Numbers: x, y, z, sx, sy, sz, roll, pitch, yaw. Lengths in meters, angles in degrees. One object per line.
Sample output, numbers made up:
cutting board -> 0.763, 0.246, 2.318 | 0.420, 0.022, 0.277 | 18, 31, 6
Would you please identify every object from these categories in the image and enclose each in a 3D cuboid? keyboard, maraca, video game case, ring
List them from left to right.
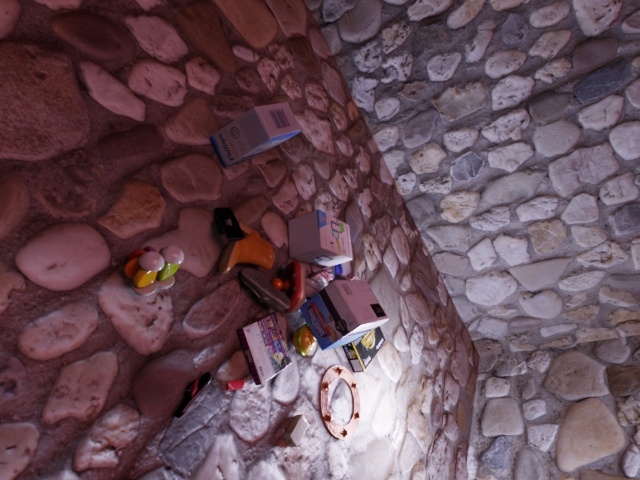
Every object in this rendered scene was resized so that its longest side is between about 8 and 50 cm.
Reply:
keyboard -> -0.377, -0.060, 1.725 | 0.100, 0.038, 0.192 | -2, 43, -34
video game case -> -0.221, 0.430, 1.744 | 0.210, 0.042, 0.232 | -18, 89, -58
maraca -> -0.064, 0.429, 1.927 | 0.185, 0.099, 0.127 | -59, 142, -61
keyboard -> 0.087, 0.216, 2.136 | 0.072, 0.256, 0.014 | 24, 65, -3
ring -> 0.106, 0.768, 2.064 | 0.336, 0.032, 0.336 | 33, 47, -44

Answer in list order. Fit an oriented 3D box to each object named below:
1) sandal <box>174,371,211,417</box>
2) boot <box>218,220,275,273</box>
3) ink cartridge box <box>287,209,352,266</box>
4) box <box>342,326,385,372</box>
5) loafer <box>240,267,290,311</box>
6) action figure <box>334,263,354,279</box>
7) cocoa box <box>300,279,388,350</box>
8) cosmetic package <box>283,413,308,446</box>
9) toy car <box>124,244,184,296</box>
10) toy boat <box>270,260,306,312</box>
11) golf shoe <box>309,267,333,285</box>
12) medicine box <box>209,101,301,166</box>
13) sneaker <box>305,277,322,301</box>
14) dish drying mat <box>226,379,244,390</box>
sandal -> -0.417, 0.491, 1.406 | 0.040, 0.067, 0.179 | 49, 39, -11
boot -> -0.286, 0.067, 1.765 | 0.211, 0.104, 0.295 | 38, 35, -25
ink cartridge box -> 0.000, 0.000, 2.152 | 0.270, 0.197, 0.198 | 22, 56, -50
box -> 0.222, 0.511, 2.328 | 0.322, 0.079, 0.257 | -32, 99, -57
loafer -> -0.241, 0.215, 1.785 | 0.251, 0.087, 0.094 | 43, 21, -11
action figure -> 0.125, 0.171, 2.313 | 0.091, 0.139, 0.280 | 33, 50, -42
cocoa box -> 0.114, 0.336, 1.991 | 0.347, 0.228, 0.231 | 9, 46, -61
cosmetic package -> -0.098, 0.769, 1.750 | 0.060, 0.041, 0.115 | 62, 33, -12
toy car -> -0.541, 0.079, 1.388 | 0.136, 0.159, 0.182 | 38, 29, 17
toy boat -> -0.151, 0.204, 1.908 | 0.151, 0.151, 0.231 | 8, 63, -21
golf shoe -> 0.012, 0.190, 2.191 | 0.186, 0.067, 0.086 | -4, 78, -57
medicine box -> -0.281, -0.466, 1.894 | 0.149, 0.289, 0.263 | 63, 33, -8
sneaker -> -0.036, 0.259, 2.061 | 0.091, 0.094, 0.258 | -59, 148, -11
dish drying mat -> -0.311, 0.531, 1.590 | 0.083, 0.008, 0.032 | 15, 60, -52
